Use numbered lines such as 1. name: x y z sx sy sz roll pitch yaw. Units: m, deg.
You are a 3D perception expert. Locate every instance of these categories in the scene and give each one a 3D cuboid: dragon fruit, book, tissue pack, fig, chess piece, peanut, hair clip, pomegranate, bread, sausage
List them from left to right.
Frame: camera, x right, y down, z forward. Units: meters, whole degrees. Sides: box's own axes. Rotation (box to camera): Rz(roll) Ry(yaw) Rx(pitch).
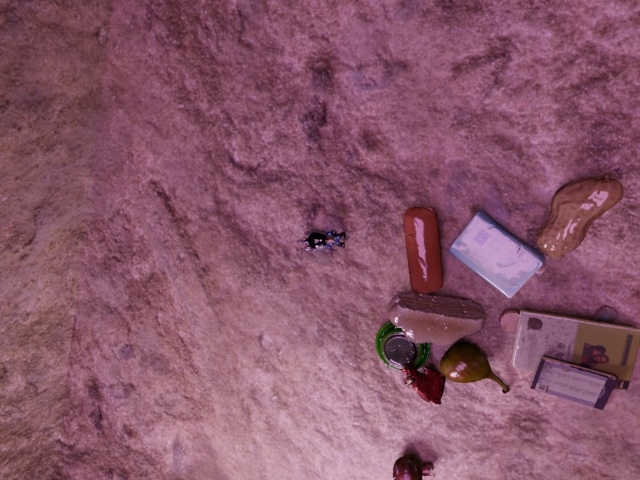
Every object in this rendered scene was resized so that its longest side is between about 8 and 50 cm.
1. pomegranate: 0.358 0.909 1.863 0.159 0.129 0.130 12 104 13
2. sausage: 0.362 0.029 1.696 0.121 0.121 0.305 -4 99 24
3. dragon fruit: 0.378 0.518 1.754 0.122 0.092 0.192 -37 115 18
4. bread: 0.395 0.287 1.685 0.337 0.102 0.183 9 121 -6
5. fig: 0.552 0.464 1.684 0.259 0.151 0.151 32 111 11
6. tissue pack: 0.587 0.043 1.618 0.263 0.089 0.177 38 113 11
7. chess piece: 0.659 0.278 1.656 0.083 0.038 0.084 5 104 22
8. book: 0.831 0.469 1.591 0.231 0.026 0.158 13 129 19
9. book: 0.821 0.354 1.570 0.351 0.035 0.239 7 117 22
10. peanut: 0.780 -0.085 1.485 0.291 0.143 0.159 -60 41 26
11. hair clip: 0.898 0.272 1.558 0.054 0.022 0.137 37 112 13

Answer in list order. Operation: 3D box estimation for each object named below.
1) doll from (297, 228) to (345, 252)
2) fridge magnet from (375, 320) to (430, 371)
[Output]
1. doll: 0.000 0.000 1.880 0.195 0.070 0.096 -1 84 17
2. fridge magnet: 0.306 0.397 1.805 0.207 0.088 0.208 4 102 18
